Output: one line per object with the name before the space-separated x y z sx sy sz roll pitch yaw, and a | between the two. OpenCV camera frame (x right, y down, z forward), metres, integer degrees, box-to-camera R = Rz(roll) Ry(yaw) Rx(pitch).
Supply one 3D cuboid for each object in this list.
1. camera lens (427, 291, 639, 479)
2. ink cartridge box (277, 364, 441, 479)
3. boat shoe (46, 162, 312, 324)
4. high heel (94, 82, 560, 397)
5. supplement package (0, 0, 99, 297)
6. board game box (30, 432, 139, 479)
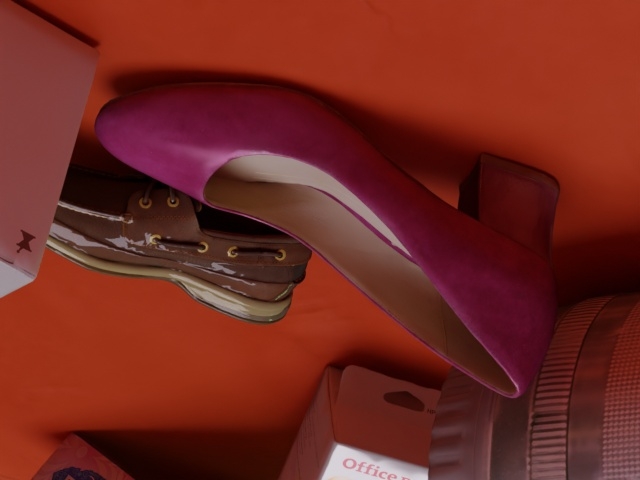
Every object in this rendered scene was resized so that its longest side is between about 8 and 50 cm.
camera lens | 0.222 0.128 1.012 0.274 0.219 0.219 -10 145 32
ink cartridge box | 0.029 0.154 1.211 0.092 0.090 0.143 16 115 -11
boat shoe | -0.087 -0.014 1.043 0.178 0.064 0.060 20 119 -18
high heel | 0.000 0.000 0.968 0.244 0.117 0.082 16 150 -9
supplement package | -0.242 -0.031 0.979 0.139 0.133 0.244 30 146 -30
board game box | -0.025 0.299 1.382 0.318 0.066 0.318 30 165 41
